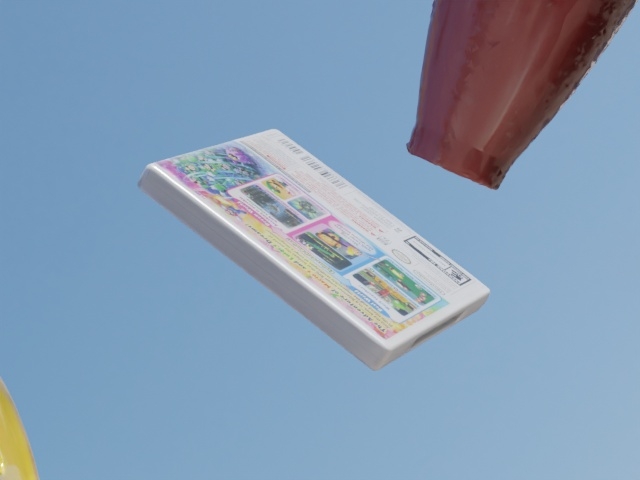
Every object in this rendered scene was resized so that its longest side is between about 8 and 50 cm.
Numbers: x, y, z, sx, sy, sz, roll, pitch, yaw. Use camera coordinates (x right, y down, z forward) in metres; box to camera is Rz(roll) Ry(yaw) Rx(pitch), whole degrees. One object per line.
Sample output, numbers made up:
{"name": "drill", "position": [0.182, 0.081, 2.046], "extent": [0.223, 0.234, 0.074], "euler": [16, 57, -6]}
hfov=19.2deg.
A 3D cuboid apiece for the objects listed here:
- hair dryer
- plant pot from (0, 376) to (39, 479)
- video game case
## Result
{"name": "hair dryer", "position": [0.070, -0.139, 0.611], "extent": [0.223, 0.080, 0.293], "euler": [-42, -29, -40]}
{"name": "plant pot", "position": [-0.347, 0.197, 1.431], "extent": [0.239, 0.254, 0.254], "euler": [-19, -25, 2]}
{"name": "video game case", "position": [0.000, 0.000, 0.987], "extent": [0.019, 0.157, 0.143], "euler": [-59, -16, 23]}
